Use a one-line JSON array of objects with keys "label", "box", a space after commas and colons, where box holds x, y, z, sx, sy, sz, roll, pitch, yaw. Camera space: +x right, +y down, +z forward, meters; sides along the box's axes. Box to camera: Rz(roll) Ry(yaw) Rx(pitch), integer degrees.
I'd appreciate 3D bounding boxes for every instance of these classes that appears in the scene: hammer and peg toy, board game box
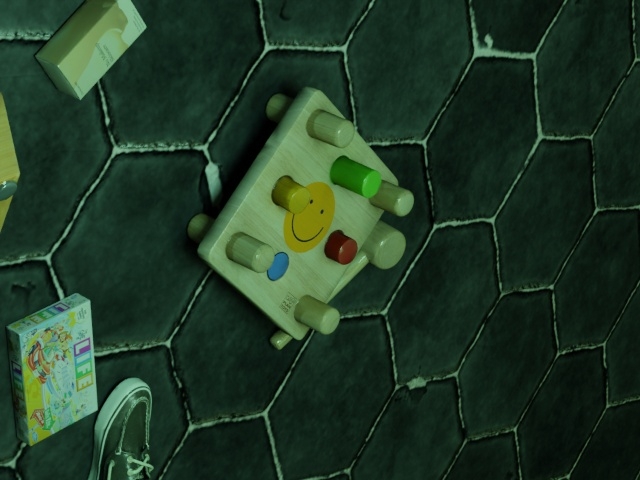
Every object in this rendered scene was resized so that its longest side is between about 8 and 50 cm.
[{"label": "hammer and peg toy", "box": [0.000, 0.000, 2.211, 0.266, 0.127, 0.361, -57, 142, -11]}, {"label": "board game box", "box": [-0.309, 0.149, 2.005, 0.103, 0.026, 0.154, -28, 129, -39]}]

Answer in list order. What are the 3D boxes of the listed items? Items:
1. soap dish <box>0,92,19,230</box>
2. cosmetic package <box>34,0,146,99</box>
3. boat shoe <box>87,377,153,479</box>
[{"label": "soap dish", "box": [-0.413, 0.004, 1.635, 0.229, 0.118, 0.291, -23, 154, -39]}, {"label": "cosmetic package", "box": [-0.246, -0.214, 1.865, 0.115, 0.041, 0.060, -52, 142, -17]}, {"label": "boat shoe", "box": [-0.238, 0.278, 2.127, 0.077, 0.070, 0.219, -2, 111, -50]}]
